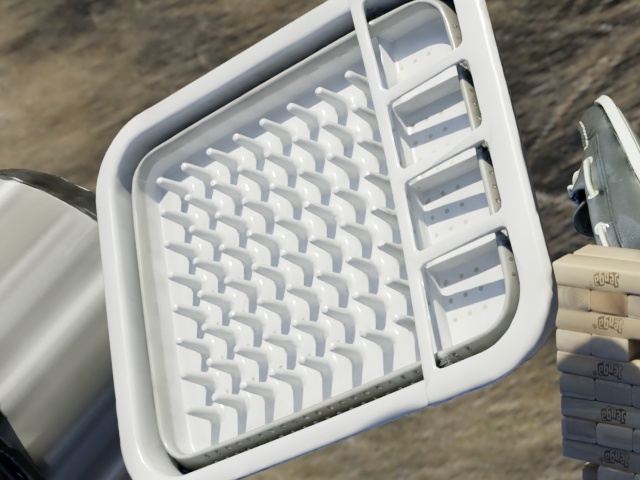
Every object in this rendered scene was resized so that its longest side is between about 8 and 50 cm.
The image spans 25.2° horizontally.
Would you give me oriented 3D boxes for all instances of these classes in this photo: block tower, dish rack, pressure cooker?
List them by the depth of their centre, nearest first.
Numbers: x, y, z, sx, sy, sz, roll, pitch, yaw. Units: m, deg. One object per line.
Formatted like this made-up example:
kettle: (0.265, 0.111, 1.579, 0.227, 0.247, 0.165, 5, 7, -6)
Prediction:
dish rack: (0.000, 0.000, 0.920, 0.332, 0.072, 0.286, -26, 62, 31)
block tower: (0.241, 0.172, 1.077, 0.097, 0.091, 0.336, 8, 108, 38)
pressure cooker: (-0.345, 0.177, 1.409, 0.375, 0.420, 0.370, 7, 134, 35)

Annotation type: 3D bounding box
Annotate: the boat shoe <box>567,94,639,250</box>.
boat shoe: (0.267, -0.035, 1.289, 0.114, 0.091, 0.302, 53, -167, -23)
